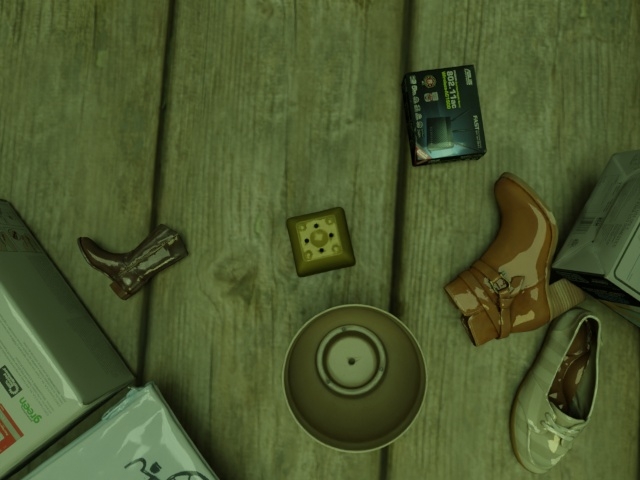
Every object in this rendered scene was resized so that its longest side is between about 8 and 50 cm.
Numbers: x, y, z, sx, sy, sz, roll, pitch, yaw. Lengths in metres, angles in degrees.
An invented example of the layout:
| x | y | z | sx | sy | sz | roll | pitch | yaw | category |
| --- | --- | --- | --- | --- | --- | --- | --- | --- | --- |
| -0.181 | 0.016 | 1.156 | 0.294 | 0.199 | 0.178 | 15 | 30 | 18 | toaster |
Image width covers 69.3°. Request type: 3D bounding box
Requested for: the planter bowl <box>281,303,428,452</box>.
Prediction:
| x | y | z | sx | sy | sz | roll | pitch | yaw | category |
| --- | --- | --- | --- | --- | --- | --- | --- | --- | --- |
| 0.039 | 0.155 | 0.563 | 0.161 | 0.109 | 0.162 | 0 | 85 | 1 | planter bowl |

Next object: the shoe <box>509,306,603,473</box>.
| x | y | z | sx | sy | sz | roll | pitch | yaw | category |
| --- | --- | --- | --- | --- | --- | --- | --- | --- | --- |
| 0.298 | 0.187 | 0.579 | 0.076 | 0.058 | 0.219 | 19 | 87 | 3 | shoe |

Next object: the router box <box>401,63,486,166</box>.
| x | y | z | sx | sy | sz | roll | pitch | yaw | category |
| --- | --- | --- | --- | --- | --- | --- | --- | --- | --- |
| 0.163 | -0.165 | 0.616 | 0.092 | 0.038 | 0.123 | -7 | 86 | 0 | router box |

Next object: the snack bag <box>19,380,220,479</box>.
| x | y | z | sx | sy | sz | roll | pitch | yaw | category |
| --- | --- | --- | --- | --- | --- | --- | --- | --- | --- |
| -0.234 | 0.391 | 0.535 | 0.323 | 0.037 | 0.343 | -36 | 89 | -5 | snack bag |

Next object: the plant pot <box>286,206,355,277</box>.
| x | y | z | sx | sy | sz | roll | pitch | yaw | category |
| --- | --- | --- | --- | --- | --- | --- | --- | --- | --- |
| 0.000 | 0.000 | 0.587 | 0.081 | 0.083 | 0.081 | -12 | 86 | 0 | plant pot |

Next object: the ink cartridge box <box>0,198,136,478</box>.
| x | y | z | sx | sy | sz | roll | pitch | yaw | category |
| --- | --- | --- | --- | --- | --- | --- | --- | --- | --- |
| -0.445 | 0.142 | 0.566 | 0.271 | 0.130 | 0.310 | -38 | 86 | 0 | ink cartridge box |

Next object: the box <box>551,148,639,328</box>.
| x | y | z | sx | sy | sz | roll | pitch | yaw | category |
| --- | --- | --- | --- | --- | --- | --- | --- | --- | --- |
| 0.441 | 0.038 | 0.539 | 0.289 | 0.087 | 0.169 | 32 | 86 | -11 | box |

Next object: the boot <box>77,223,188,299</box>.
| x | y | z | sx | sy | sz | roll | pitch | yaw | category |
| --- | --- | --- | --- | --- | --- | --- | --- | --- | --- |
| -0.246 | 0.007 | 0.616 | 0.114 | 0.037 | 0.106 | -38 | 99 | 2 | boot |

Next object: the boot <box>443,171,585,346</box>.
| x | y | z | sx | sy | sz | roll | pitch | yaw | category |
| --- | --- | --- | --- | --- | --- | --- | --- | --- | --- |
| 0.224 | 0.026 | 0.588 | 0.152 | 0.073 | 0.197 | -25 | 83 | 4 | boot |
